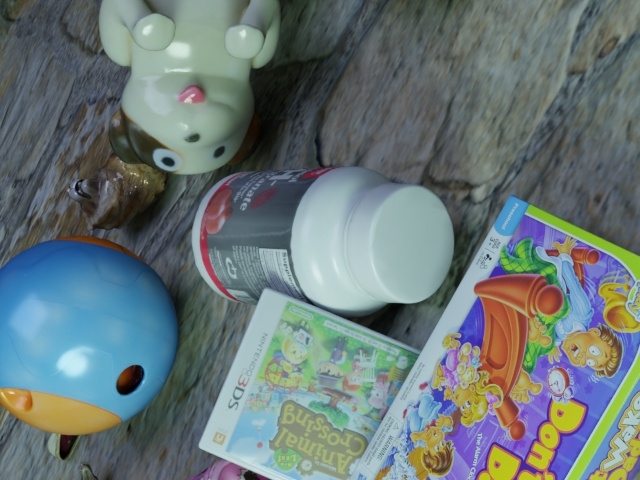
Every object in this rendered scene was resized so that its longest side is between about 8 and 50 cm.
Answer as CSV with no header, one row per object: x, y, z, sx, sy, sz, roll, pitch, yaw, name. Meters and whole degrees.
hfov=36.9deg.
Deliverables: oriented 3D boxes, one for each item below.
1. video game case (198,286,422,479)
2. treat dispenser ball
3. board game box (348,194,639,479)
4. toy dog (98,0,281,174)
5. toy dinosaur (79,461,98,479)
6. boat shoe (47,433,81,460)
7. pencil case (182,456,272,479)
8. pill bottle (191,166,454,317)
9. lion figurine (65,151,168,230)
-0.001,0.179,1.060,0.023,0.212,0.193,63,-131,-85,video game case
-0.352,0.137,1.395,0.288,0.288,0.288,-26,52,39,treat dispenser ball
0.195,0.156,0.918,0.233,0.078,0.347,34,97,52,board game box
-0.213,-0.300,1.427,0.395,0.285,0.407,174,95,-65,toy dog
-0.339,0.460,1.391,0.118,0.064,0.268,-24,52,58,toy dinosaur
-0.402,0.297,1.566,0.045,0.050,0.135,32,105,49,boat shoe
-0.185,0.381,1.179,0.386,0.167,0.160,-31,9,36,pencil case
0.000,0.000,1.152,0.319,0.176,0.176,2,72,50,pill bottle
-0.296,-0.206,1.668,0.240,0.142,0.392,-35,31,50,lion figurine
